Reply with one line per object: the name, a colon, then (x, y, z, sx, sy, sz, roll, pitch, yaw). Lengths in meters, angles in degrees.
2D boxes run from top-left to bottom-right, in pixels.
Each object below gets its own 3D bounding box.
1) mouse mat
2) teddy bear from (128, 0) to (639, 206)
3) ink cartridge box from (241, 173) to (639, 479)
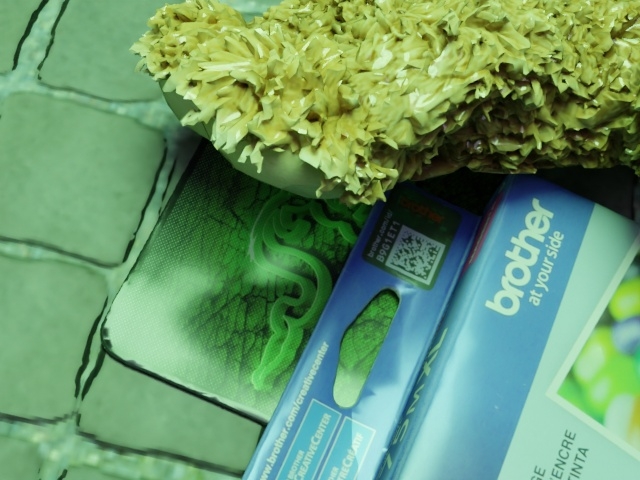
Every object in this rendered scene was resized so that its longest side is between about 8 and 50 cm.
mouse mat: (0.000, 0.000, 0.469, 0.153, 0.007, 0.189, 22, 64, 3)
teddy bear: (0.088, -0.087, 0.420, 0.338, 0.245, 0.113, -3, 105, -4)
ink cartridge box: (0.141, 0.094, 0.413, 0.311, 0.065, 0.185, 25, 65, 4)
